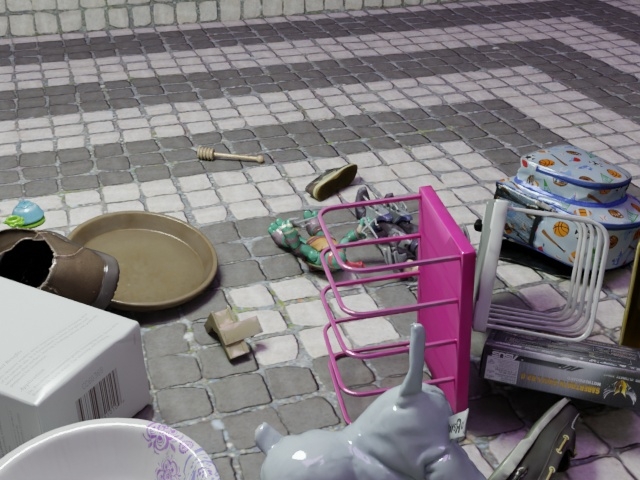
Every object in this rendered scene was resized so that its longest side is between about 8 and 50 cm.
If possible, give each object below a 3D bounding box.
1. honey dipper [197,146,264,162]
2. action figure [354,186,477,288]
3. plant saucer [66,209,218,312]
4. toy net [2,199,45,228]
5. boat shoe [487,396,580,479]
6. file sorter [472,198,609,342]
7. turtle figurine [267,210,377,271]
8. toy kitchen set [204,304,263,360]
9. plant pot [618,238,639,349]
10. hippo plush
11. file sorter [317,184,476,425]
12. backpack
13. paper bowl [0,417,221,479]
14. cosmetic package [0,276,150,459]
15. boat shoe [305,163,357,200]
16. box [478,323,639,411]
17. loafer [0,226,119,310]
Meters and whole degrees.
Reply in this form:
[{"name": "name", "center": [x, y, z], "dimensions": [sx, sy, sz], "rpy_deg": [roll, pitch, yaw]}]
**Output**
[{"name": "honey dipper", "center": [-0.216, -0.202, 2.003], "dimensions": [0.160, 0.030, 0.030], "rpy_deg": [7, 30, 3]}, {"name": "action figure", "center": [0.178, -0.002, 1.581], "dimensions": [0.185, 0.099, 0.285], "rpy_deg": [-8, 33, -33]}, {"name": "plant saucer", "center": [-0.327, 0.039, 1.507], "dimensions": [0.278, 0.041, 0.278], "rpy_deg": [10, 35, -7]}, {"name": "toy net", "center": [-0.694, -0.050, 1.709], "dimensions": [0.232, 0.045, 0.122], "rpy_deg": [4, 31, 10]}, {"name": "boat shoe", "center": [0.297, 0.282, 1.100], "dimensions": [0.068, 0.081, 0.228], "rpy_deg": [42, 38, 18]}, {"name": "file sorter", "center": [0.336, 0.043, 1.310], "dimensions": [0.173, 0.193, 0.277], "rpy_deg": [9, 4, 8]}, {"name": "turtle figurine", "center": [0.000, 0.000, 1.554], "dimensions": [0.175, 0.118, 0.234], "rpy_deg": [2, 10, -27]}, {"name": "toy kitchen set", "center": [-0.139, 0.154, 1.364], "dimensions": [0.068, 0.075, 0.083], "rpy_deg": [-18, 74, -24]}, {"name": "plant pot", "center": [0.595, 0.090, 1.332], "dimensions": [0.212, 0.212, 0.187], "rpy_deg": [9, 18, 14]}, {"name": "hippo plush", "center": [0.061, 0.286, 0.956], "dimensions": [0.236, 0.294, 0.234], "rpy_deg": [-24, 65, -6]}, {"name": "file sorter", "center": [0.100, 0.102, 1.201], "dimensions": [0.182, 0.291, 0.202], "rpy_deg": [-7, 30, -8]}, {"name": "backpack", "center": [0.485, -0.056, 1.587], "dimensions": [0.276, 0.213, 0.263], "rpy_deg": [-22, 47, -39]}, {"name": "paper bowl", "center": [-0.243, 0.341, 0.909], "dimensions": [0.284, 0.148, 0.284], "rpy_deg": [1, 30, 0]}, {"name": "cosmetic package", "center": [-0.469, 0.178, 1.195], "dimensions": [0.385, 0.156, 0.217], "rpy_deg": [14, 32, 25]}, {"name": "boat shoe", "center": [0.026, -0.140, 1.863], "dimensions": [0.049, 0.056, 0.152], "rpy_deg": [26, 38, 30]}, {"name": "box", "center": [0.360, 0.182, 1.230], "dimensions": [0.231, 0.056, 0.183], "rpy_deg": [10, 6, 16]}, {"name": "loafer", "center": [-0.483, 0.032, 1.379], "dimensions": [0.366, 0.134, 0.130], "rpy_deg": [4, -16, 41]}]
